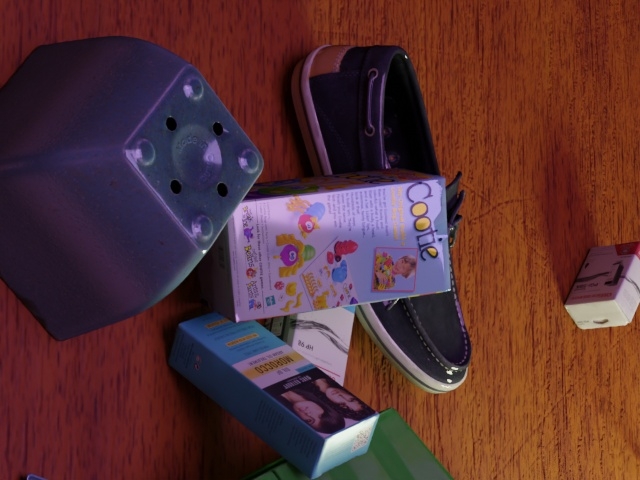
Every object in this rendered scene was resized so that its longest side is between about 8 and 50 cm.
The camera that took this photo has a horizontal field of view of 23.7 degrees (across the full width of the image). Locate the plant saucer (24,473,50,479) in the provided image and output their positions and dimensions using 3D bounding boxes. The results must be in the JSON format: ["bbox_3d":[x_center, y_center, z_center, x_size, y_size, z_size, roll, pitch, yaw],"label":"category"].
[{"bbox_3d":[-0.258,0.314,1.682,0.192,0.018,0.067,29,63,-40],"label":"plant saucer"}]

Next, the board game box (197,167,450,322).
[{"bbox_3d":[0.000,0.000,1.831,0.275,0.142,0.144,-7,100,-20],"label":"board game box"}]

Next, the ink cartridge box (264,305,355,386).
[{"bbox_3d":[-0.018,0.132,1.940,0.104,0.060,0.180,27,64,-42],"label":"ink cartridge box"}]

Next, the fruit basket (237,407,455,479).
[{"bbox_3d":[0.037,0.417,1.781,0.392,0.283,0.392,21,55,-34],"label":"fruit basket"}]

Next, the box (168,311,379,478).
[{"bbox_3d":[-0.057,0.171,1.768,0.100,0.244,0.060,-18,133,-47],"label":"box"}]

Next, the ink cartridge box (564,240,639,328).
[{"bbox_3d":[0.462,0.071,2.437,0.056,0.099,0.135,53,49,-27],"label":"ink cartridge box"}]

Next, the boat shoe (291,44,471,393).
[{"bbox_3d":[0.113,-0.030,2.030,0.187,0.156,0.500,-34,108,-57],"label":"boat shoe"}]

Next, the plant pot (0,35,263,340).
[{"bbox_3d":[-0.212,-0.071,1.628,0.247,0.252,0.248,53,49,-26],"label":"plant pot"}]
